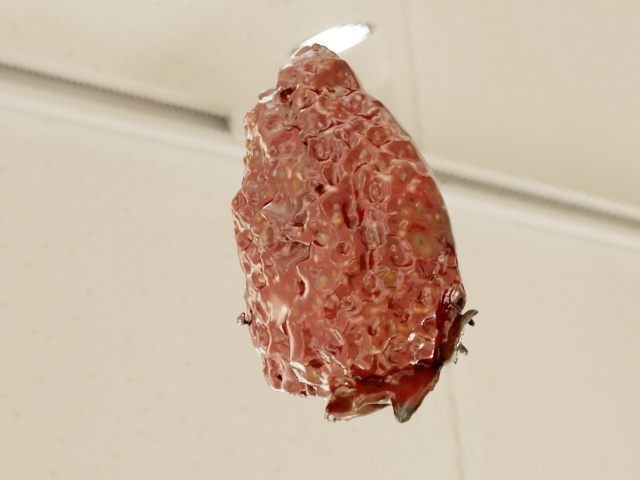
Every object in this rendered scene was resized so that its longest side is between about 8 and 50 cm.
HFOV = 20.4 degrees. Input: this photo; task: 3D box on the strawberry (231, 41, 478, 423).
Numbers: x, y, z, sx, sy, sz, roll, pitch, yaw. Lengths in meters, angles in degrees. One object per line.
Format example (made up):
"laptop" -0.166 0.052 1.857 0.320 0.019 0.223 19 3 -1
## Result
"strawberry" 0.006 -0.008 1.045 0.098 0.174 0.228 -9 -90 -29
